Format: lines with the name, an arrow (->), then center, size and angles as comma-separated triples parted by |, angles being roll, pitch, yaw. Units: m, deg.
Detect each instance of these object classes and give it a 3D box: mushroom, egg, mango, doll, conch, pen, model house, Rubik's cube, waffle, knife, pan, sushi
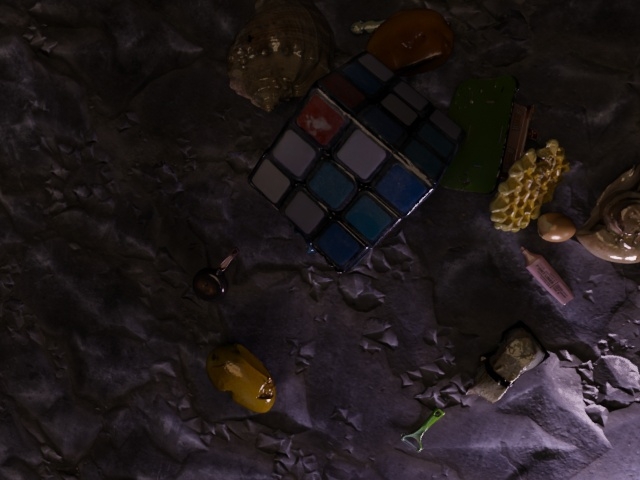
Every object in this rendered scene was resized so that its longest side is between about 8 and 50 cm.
mushroom -> 0.778, -0.046, 1.333 | 0.189, 0.195, 0.253 | 34, 108, 3
egg -> 0.620, -0.036, 1.435 | 0.097, 0.080, 0.080 | -2, 100, -3
mango -> 0.226, -0.510, 1.426 | 0.236, 0.136, 0.166 | -14, 82, 21
doll -> 0.140, -0.581, 1.487 | 0.125, 0.027, 0.037 | -2, 92, 15
conch -> -0.108, -0.524, 1.479 | 0.297, 0.210, 0.352 | 1, 103, -1
pen -> 0.609, 0.089, 1.485 | 0.053, 0.032, 0.197 | -43, 89, 18
model house -> 0.446, -0.262, 1.428 | 0.207, 0.154, 0.293 | 17, 98, 55
Rubik's cube -> 0.099, -0.200, 1.355 | 0.362, 0.363, 0.358 | 41, 131, 4
waffle -> 0.518, -0.130, 1.368 | 0.056, 0.261, 0.250 | 43, 105, 34
knife -> 0.313, 0.562, 1.651 | 0.078, 0.022, 0.166 | 34, 108, 0
pan -> -0.324, 0.108, 1.727 | 0.115, 0.040, 0.212 | 39, 107, -1
mango -> -0.246, 0.434, 1.721 | 0.262, 0.130, 0.167 | 40, 113, 0
sushi -> 0.500, 0.364, 1.522 | 0.134, 0.109, 0.273 | 47, 108, 3

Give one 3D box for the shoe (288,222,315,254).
shoe -> 0.000, 0.000, 1.607 | 0.207, 0.091, 0.106 | 47, 130, -2
